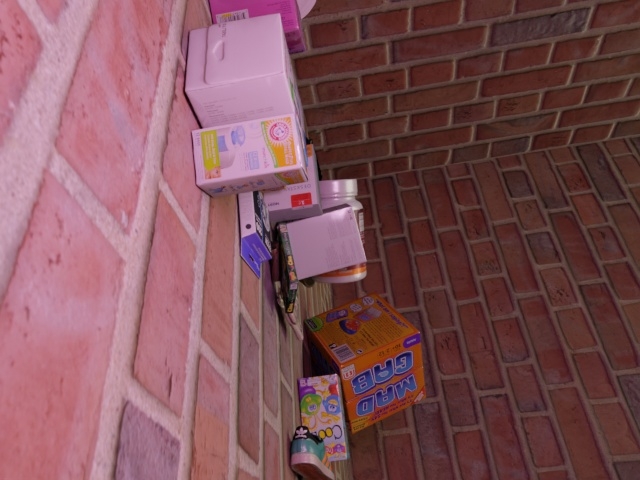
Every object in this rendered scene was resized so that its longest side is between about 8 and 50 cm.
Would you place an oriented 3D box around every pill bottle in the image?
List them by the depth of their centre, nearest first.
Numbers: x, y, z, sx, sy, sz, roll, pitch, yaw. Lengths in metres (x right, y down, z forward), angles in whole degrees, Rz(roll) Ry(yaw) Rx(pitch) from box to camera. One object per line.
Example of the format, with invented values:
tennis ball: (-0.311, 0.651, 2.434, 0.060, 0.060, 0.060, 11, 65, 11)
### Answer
pill bottle: (0.061, -0.041, 1.997, 0.224, 0.224, 0.392, -61, 147, -83)

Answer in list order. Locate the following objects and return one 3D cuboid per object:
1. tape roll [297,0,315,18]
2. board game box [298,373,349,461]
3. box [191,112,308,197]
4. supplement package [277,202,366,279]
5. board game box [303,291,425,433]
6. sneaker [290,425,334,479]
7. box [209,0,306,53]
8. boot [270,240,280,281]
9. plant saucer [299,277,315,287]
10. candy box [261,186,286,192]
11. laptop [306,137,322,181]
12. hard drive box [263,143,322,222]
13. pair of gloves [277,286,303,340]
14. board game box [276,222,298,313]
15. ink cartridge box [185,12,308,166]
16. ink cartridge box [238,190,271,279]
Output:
tape roll: (-0.145, -0.904, 1.760, 0.100, 0.286, 0.286, -91, 172, -54)
board game box: (0.011, 0.622, 1.770, 0.144, 0.142, 0.275, 72, 11, -67)
box: (-0.134, -0.163, 0.993, 0.103, 0.203, 0.114, 58, 24, -79)
supplement package: (0.000, 0.000, 1.785, 0.198, 0.263, 0.199, -113, -172, -82)
board game box: (0.185, 0.498, 2.133, 0.356, 0.356, 0.356, -138, -147, -57)
sneaker: (-0.019, 0.657, 1.540, 0.302, 0.108, 0.121, 74, 13, -50)
box: (-0.161, -0.581, 1.377, 0.243, 0.214, 0.117, -73, 154, -81)
boot: (-0.142, 0.065, 1.577, 0.106, 0.037, 0.114, -88, 172, -71)
plant saucer: (-0.060, 0.051, 2.036, 0.278, 0.041, 0.278, -2, 90, -76)
candy box: (-0.173, -0.274, 1.456, 0.316, 0.088, 0.183, 66, 16, -76)
laptop: (-0.134, -0.303, 2.084, 0.382, 0.236, 0.408, 64, 39, -74)
hard drive box: (-0.096, -0.190, 1.687, 0.089, 0.181, 0.232, 71, 10, -65)
pair of gloves: (-0.109, 0.190, 1.686, 0.240, 0.042, 0.204, -101, 175, -50)
board game box: (-0.106, 0.082, 1.556, 0.259, 0.030, 0.136, -105, -158, -46)
ink cartridge box: (-0.149, -0.301, 1.095, 0.270, 0.197, 0.198, 74, 8, -57)
ink cartridge box: (-0.169, -0.026, 1.330, 0.206, 0.045, 0.208, 71, 12, -69)
